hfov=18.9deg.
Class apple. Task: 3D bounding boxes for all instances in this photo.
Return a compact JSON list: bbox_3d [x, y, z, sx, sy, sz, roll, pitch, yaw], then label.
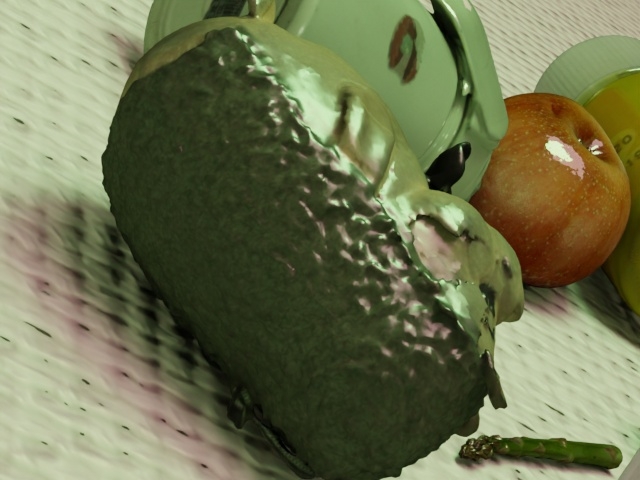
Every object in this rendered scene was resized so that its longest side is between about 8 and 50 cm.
[{"bbox_3d":[0.219,-0.055,1.913,0.201,0.162,0.201,38,18,-15],"label":"apple"}]

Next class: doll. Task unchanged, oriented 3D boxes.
[{"bbox_3d":[0.000,0.000,1.344,0.247,0.247,0.349,8,47,-54],"label":"doll"}]

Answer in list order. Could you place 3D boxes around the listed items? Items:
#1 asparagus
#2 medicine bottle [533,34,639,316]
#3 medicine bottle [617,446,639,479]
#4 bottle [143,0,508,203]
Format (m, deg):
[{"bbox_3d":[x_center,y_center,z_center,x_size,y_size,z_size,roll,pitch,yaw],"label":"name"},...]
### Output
[{"bbox_3d":[0.184,0.175,1.597,0.248,0.025,0.024,12,78,-52],"label":"asparagus"},{"bbox_3d":[0.373,-0.072,2.118,0.224,0.224,0.384,29,18,-26],"label":"medicine bottle"},{"bbox_3d":[0.398,0.277,1.494,0.325,0.212,0.212,37,21,-10],"label":"medicine bottle"},{"bbox_3d":[0.035,-0.150,1.736,0.351,0.229,0.229,29,23,-41],"label":"bottle"}]
